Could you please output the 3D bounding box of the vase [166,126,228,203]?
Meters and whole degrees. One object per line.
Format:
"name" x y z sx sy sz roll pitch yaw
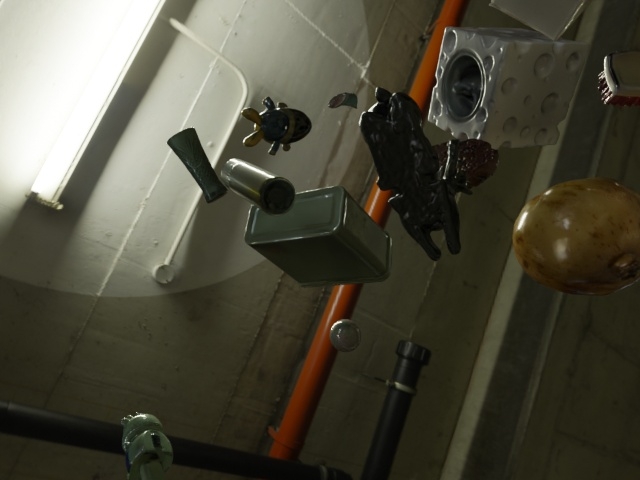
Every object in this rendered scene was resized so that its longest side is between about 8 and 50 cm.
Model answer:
"vase" -0.366 -0.222 1.370 0.096 0.096 0.220 -34 -82 -28

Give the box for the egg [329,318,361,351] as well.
"egg" 0.081 0.308 1.466 0.103 0.103 0.135 -60 -22 -17

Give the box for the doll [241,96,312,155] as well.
"doll" -0.081 -0.204 0.808 0.179 0.088 0.102 -16 -74 -55

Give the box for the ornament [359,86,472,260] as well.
"ornament" 0.130 -0.108 0.582 0.202 0.080 0.236 63 -151 -13

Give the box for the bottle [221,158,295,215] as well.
"bottle" -0.150 -0.128 1.023 0.082 0.286 0.082 -9 -69 -25

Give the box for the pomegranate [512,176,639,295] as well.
"pomegranate" 0.453 0.002 0.774 0.215 0.215 0.216 -2 -87 -34

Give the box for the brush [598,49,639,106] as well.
"brush" 0.501 -0.194 0.553 0.320 0.050 0.060 -1 -108 -1

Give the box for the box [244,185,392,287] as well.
"box" 0.000 0.000 1.412 0.344 0.351 0.178 42 -131 -50

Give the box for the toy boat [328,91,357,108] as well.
"toy boat" 0.092 -0.452 1.462 0.122 0.096 0.034 -16 -94 -45

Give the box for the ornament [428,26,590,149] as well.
"ornament" 0.445 -0.382 1.117 0.239 0.240 0.239 -8 -56 -18

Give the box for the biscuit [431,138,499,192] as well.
"biscuit" 0.269 -0.153 0.935 0.192 0.192 0.049 -39 -58 -26

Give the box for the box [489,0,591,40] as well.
"box" 0.349 -0.421 0.536 0.116 0.274 0.203 38 -107 12

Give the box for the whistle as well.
"whistle" -0.386 0.474 1.007 0.110 0.244 0.092 30 -82 -40
